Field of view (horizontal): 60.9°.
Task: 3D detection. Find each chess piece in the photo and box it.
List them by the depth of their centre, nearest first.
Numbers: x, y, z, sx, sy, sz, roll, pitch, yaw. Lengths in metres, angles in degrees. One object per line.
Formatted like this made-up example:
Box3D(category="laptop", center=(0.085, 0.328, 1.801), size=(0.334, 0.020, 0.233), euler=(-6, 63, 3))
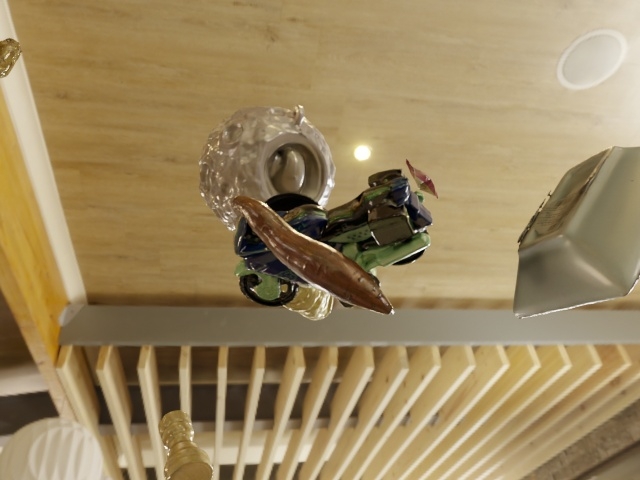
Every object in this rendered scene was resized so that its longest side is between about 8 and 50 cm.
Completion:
Box3D(category="chess piece", center=(-0.205, 0.307, 0.799), size=(0.066, 0.122, 0.066), euler=(-12, -61, -23))

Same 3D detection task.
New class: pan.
Box3D(category="pan", center=(-0.019, 0.023, 0.931), size=(0.136, 0.028, 0.235), euler=(-38, -82, 7))

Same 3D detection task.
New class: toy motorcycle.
Box3D(category="toy motorcycle", center=(0.000, 0.000, 0.821), size=(0.332, 0.125, 0.196), euler=(-20, -54, 20))

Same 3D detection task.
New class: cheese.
Box3D(category="cheese", center=(-0.078, 0.132, 1.460), size=(0.226, 0.117, 0.214), euler=(16, -7, 26))

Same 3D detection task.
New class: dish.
Box3D(category="dish", center=(0.322, -0.028, 0.665), size=(0.080, 0.243, 0.182), euler=(42, -25, -4))

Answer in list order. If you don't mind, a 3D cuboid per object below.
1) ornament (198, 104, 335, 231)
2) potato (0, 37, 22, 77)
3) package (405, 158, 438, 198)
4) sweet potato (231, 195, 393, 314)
Box3D(category="ornament", center=(-0.138, -0.167, 1.360), size=(0.338, 0.336, 0.337), euler=(-5, -39, -4))
Box3D(category="potato", center=(-0.550, -0.316, 0.943), size=(0.051, 0.083, 0.040), euler=(-20, -41, 42))
Box3D(category="package", center=(0.191, -0.114, 1.023), size=(0.029, 0.059, 0.083), euler=(-39, -58, 18))
Box3D(category="sweet potato", center=(-0.018, 0.020, 0.695), size=(0.265, 0.057, 0.057), euler=(31, -33, 23))
